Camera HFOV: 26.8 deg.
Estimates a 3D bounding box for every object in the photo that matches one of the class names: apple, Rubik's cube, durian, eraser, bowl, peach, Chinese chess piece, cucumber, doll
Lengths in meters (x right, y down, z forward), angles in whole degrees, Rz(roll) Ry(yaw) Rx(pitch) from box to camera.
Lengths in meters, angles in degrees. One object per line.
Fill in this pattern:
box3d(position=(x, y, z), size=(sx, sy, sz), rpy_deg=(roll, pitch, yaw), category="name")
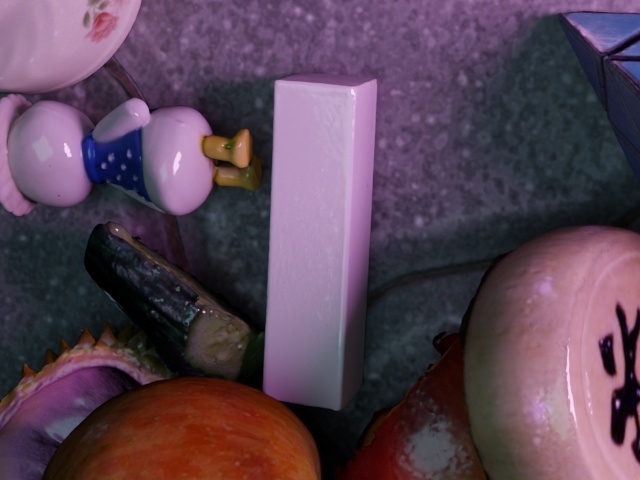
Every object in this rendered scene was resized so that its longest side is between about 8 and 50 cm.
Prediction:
box3d(position=(-0.095, 0.267, 1.163), size=(0.250, 0.277, 0.309), rpy_deg=(-34, 112, 3), category="apple")
box3d(position=(0.333, -0.082, 1.065), size=(0.229, 0.228, 0.233), rpy_deg=(23, 156, -26), category="Rubik's cube")
box3d(position=(-0.257, 0.217, 1.344), size=(0.191, 0.112, 0.341), rpy_deg=(28, 103, 9), category="durian")
box3d(position=(-0.001, 0.000, 1.228), size=(0.078, 0.076, 0.298), rpy_deg=(6, 104, 17), category="eraser")
box3d(position=(-0.312, -0.263, 1.237), size=(0.277, 0.145, 0.277), rpy_deg=(4, 104, 15), category="bowl")
box3d(position=(0.104, 0.182, 1.178), size=(0.196, 0.190, 0.226), rpy_deg=(25, 126, 59), category="peach")
box3d(position=(0.223, 0.114, 1.086), size=(0.104, 0.257, 0.257), rpy_deg=(-9, 100, 44), category="Chinese chess piece")
box3d(position=(-0.141, 0.063, 1.262), size=(0.193, 0.115, 0.085), rpy_deg=(43, 97, 14), category="cucumber")
box3d(position=(-0.202, -0.079, 1.260), size=(0.293, 0.119, 0.138), rpy_deg=(0, 142, 14), category="doll")
